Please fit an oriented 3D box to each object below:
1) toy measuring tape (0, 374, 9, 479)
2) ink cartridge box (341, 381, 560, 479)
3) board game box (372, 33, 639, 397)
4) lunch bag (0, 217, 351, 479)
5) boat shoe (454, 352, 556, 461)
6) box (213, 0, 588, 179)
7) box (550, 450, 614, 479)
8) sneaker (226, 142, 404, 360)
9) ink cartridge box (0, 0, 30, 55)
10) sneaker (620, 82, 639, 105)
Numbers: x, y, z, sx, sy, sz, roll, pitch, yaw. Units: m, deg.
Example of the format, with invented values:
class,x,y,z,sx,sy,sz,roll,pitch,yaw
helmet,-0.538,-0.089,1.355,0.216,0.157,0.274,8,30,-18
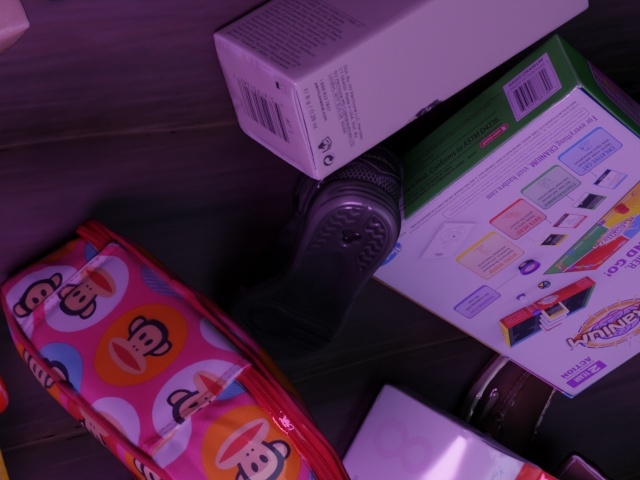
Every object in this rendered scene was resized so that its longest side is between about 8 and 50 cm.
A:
class,x,y,z,sx,sy,sz,roll,pitch,yaw
toy measuring tape,-0.275,0.142,1.079,0.121,0.121,0.330,-32,154,-22
ink cartridge box,0.116,0.263,1.366,0.189,0.232,0.066,-62,156,7
board game box,0.206,-0.005,1.293,0.242,0.064,0.316,-38,133,24
lunch bag,-0.087,0.141,1.074,0.120,0.293,0.258,-39,138,-14
boat shoe,0.173,0.209,1.474,0.095,0.095,0.257,29,95,-46
box,0.065,-0.165,1.149,0.275,0.113,0.094,-32,132,-20
box,0.169,0.386,1.475,0.381,0.143,0.191,-47,169,2
sneaker,0.000,0.000,1.198,0.087,0.130,0.227,25,135,-9
ink cartridge box,-0.301,-0.151,0.806,0.234,0.088,0.193,-28,96,-26
sneaker,0.241,-0.075,1.359,0.267,0.101,0.106,-4,121,-37
